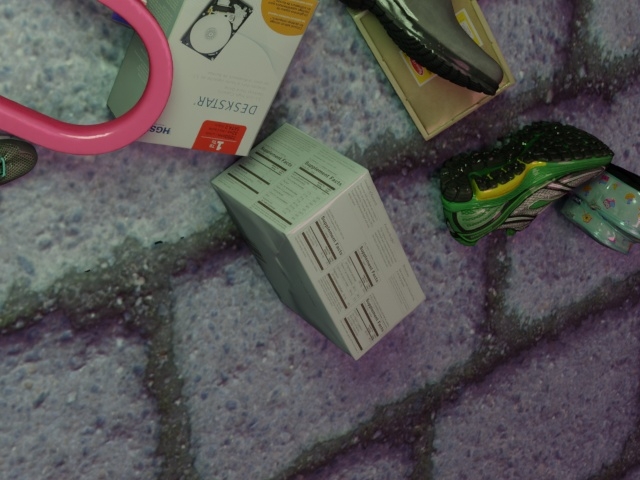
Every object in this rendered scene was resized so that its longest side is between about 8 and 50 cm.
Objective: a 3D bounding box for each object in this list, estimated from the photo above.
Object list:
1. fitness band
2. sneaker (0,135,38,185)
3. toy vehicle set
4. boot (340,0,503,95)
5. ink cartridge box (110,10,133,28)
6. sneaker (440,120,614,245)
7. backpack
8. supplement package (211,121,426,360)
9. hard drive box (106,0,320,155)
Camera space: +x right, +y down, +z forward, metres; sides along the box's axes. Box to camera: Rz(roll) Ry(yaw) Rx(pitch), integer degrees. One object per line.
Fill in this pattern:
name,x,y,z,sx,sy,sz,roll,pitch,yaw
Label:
fitness band,-0.305,-0.213,1.210,0.290,0.054,0.209,24,105,-22
sneaker,-0.401,-0.075,1.256,0.166,0.076,0.065,-18,123,-32
toy vehicle set,0.168,-0.286,1.599,0.166,0.035,0.267,-32,132,5
boot,0.157,-0.366,1.444,0.338,0.118,0.223,37,88,-12
ink cartridge box,-0.136,-0.337,1.360,0.206,0.045,0.208,13,105,-43
sneaker,0.345,-0.099,1.835,0.343,0.134,0.146,-19,130,-20
backpack,0.540,-0.056,1.955,0.165,0.188,0.144,23,96,-44
supplement package,0.000,0.000,1.533,0.145,0.204,0.262,-39,131,-14
hard drive box,-0.135,-0.232,1.342,0.181,0.089,0.232,4,126,-38
